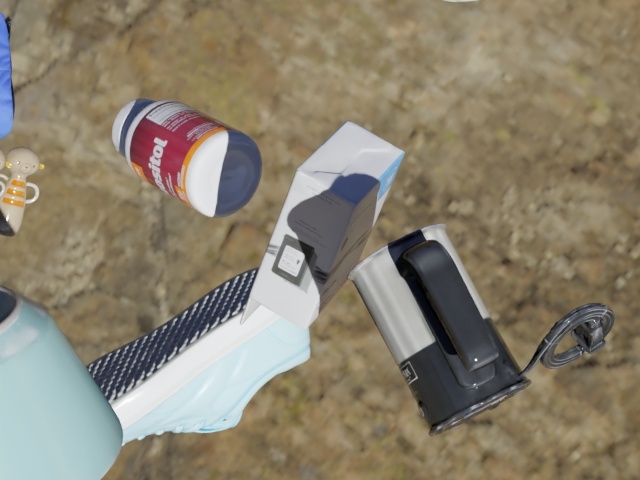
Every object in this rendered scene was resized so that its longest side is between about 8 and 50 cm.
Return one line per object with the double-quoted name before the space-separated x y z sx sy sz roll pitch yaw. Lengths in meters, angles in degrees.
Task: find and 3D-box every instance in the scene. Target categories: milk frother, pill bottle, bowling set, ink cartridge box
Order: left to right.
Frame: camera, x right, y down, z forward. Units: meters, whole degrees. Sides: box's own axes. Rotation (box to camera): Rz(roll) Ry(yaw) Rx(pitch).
"bowling set" -0.485 -0.092 2.038 0.287 0.154 0.200 15 6 -28
"pill bottle" -0.132 -0.084 1.476 0.086 0.086 0.152 -17 31 -36
"ink cartridge box" 0.000 0.000 1.319 0.060 0.180 0.104 30 39 10
"milk frother" 0.118 0.048 1.121 0.143 0.129 0.135 -21 77 -29

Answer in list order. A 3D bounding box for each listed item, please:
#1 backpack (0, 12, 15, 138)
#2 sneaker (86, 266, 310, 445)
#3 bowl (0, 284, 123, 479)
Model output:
"backpack" -0.348 -0.147 1.458 0.101 0.098 0.120 -13 98 -40
"sneaker" -0.163 0.183 1.795 0.366 0.150 0.135 -31 24 -11
"bowl" -0.357 0.147 1.481 0.311 0.163 0.311 -8 20 3
